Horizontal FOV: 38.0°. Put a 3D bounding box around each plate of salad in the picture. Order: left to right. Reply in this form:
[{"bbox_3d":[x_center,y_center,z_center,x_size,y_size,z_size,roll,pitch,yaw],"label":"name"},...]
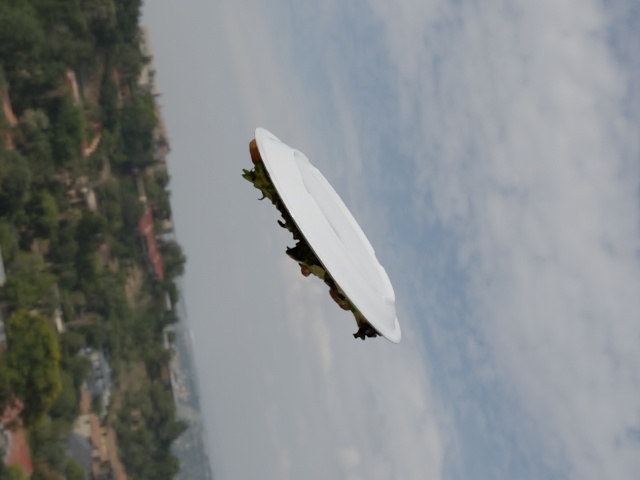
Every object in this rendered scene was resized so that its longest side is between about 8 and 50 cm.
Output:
[{"bbox_3d":[0.000,0.000,0.724,0.199,0.048,0.200,55,9,-13],"label":"plate of salad"}]
